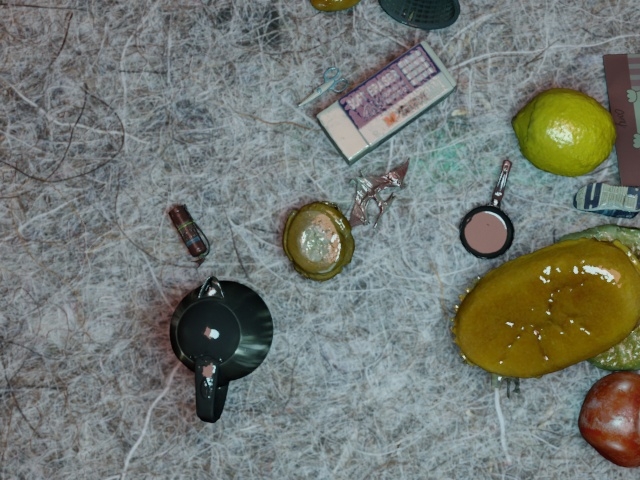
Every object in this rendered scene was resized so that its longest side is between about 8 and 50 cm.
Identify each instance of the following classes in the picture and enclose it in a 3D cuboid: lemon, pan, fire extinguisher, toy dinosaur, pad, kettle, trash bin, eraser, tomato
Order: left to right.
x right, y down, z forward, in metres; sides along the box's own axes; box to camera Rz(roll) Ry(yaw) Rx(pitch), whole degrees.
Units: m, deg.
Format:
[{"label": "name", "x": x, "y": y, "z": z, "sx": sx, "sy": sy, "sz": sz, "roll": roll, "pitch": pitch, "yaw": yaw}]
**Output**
[{"label": "fire extinguisher", "x": -0.272, "y": -0.009, "z": 1.693, "sx": 0.056, "sy": 0.039, "sz": 0.132, "roll": -31, "pitch": 85, "yaw": 7}, {"label": "kettle", "x": -0.213, "y": 0.193, "z": 1.556, "sx": 0.207, "sy": 0.271, "sz": 0.251, "roll": 35, "pitch": 85, "yaw": 4}, {"label": "toy dinosaur", "x": 0.110, "y": -0.096, "z": 1.696, "sx": 0.108, "sy": 0.032, "sz": 0.220, "roll": 44, "pitch": 97, "yaw": 1}, {"label": "eraser", "x": 0.137, "y": -0.286, "z": 1.687, "sx": 0.279, "sy": 0.081, "sz": 0.124, "roll": -35, "pitch": 85, "yaw": -2}, {"label": "trash bin", "x": 0.220, "y": -0.554, "z": 1.680, "sx": 0.175, "sy": 0.175, "sz": 0.161, "roll": 15, "pitch": 74, "yaw": 2}, {"label": "pan", "x": 0.359, "y": -0.065, "z": 1.682, "sx": 0.114, "sy": 0.040, "sz": 0.212, "roll": 15, "pitch": 92, "yaw": 3}, {"label": "lemon", "x": 0.494, "y": -0.216, "z": 1.628, "sx": 0.180, "sy": 0.180, "sz": 0.193, "roll": -42, "pitch": 87, "yaw": -3}, {"label": "tomato", "x": 0.595, "y": 0.352, "z": 1.590, "sx": 0.187, "sy": 0.151, "sz": 0.187, "roll": 11, "pitch": 73, "yaw": -39}, {"label": "pad", "x": 0.708, "y": -0.257, "z": 1.686, "sx": 0.202, "sy": 0.005, "sz": 0.300, "roll": -2, "pitch": 75, "yaw": 1}]

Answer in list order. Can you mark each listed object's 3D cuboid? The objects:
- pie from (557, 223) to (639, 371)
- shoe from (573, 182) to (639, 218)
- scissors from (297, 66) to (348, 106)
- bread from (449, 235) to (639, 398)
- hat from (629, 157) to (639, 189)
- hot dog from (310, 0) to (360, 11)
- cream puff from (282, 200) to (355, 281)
[{"label": "pie", "x": 0.607, "y": 0.116, "z": 1.650, "sx": 0.323, "sy": 0.070, "sz": 0.324, "roll": 0, "pitch": 89, "yaw": 2}, {"label": "shoe", "x": 0.596, "y": -0.077, "z": 1.665, "sx": 0.142, "sy": 0.071, "sz": 0.064, "roll": 5, "pitch": 64, "yaw": 27}, {"label": "scissors", "x": 0.001, "y": -0.321, "z": 1.727, "sx": 0.119, "sy": 0.014, "sz": 0.058, "roll": -37, "pitch": 84, "yaw": -6}, {"label": "bread", "x": 0.432, "y": 0.132, "z": 1.543, "sx": 0.388, "sy": 0.183, "sz": 0.236, "roll": -33, "pitch": 78, "yaw": 22}, {"label": "hat", "x": 0.672, "y": -0.133, "z": 1.681, "sx": 0.058, "sy": 0.042, "sz": 0.087, "roll": -17, "pitch": 85, "yaw": 0}, {"label": "hot dog", "x": 0.045, "y": -0.539, "z": 1.725, "sx": 0.140, "sy": 0.060, "sz": 0.090, "roll": -4, "pitch": 89, "yaw": -3}, {"label": "cream puff", "x": 0.000, "y": 0.000, "z": 1.647, "sx": 0.150, "sy": 0.115, "sz": 0.165, "roll": 17, "pitch": 95, "yaw": 10}]
